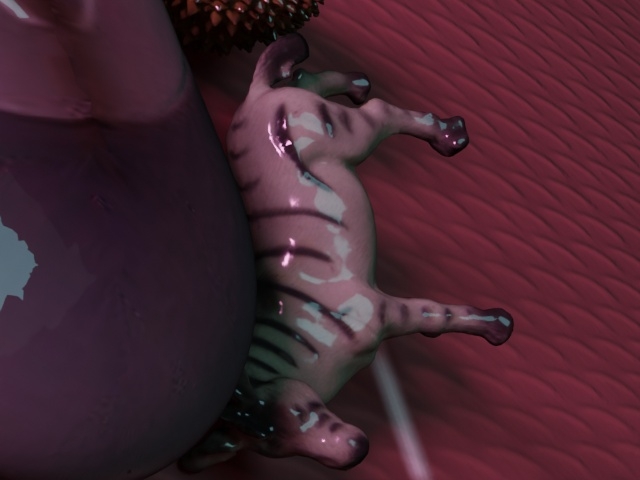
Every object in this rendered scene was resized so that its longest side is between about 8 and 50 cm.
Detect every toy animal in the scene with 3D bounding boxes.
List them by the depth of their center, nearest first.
[{"bbox_3d":[-0.003,0.003,0.735,0.176,0.073,0.217,3,66,-42],"label":"toy animal"}]

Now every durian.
[{"bbox_3d":[-0.044,-0.131,0.796,0.140,0.071,0.110,-12,57,-32],"label":"durian"}]

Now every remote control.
[{"bbox_3d":[-0.131,-0.065,0.600,0.221,0.103,0.332,-4,68,-51],"label":"remote control"}]
